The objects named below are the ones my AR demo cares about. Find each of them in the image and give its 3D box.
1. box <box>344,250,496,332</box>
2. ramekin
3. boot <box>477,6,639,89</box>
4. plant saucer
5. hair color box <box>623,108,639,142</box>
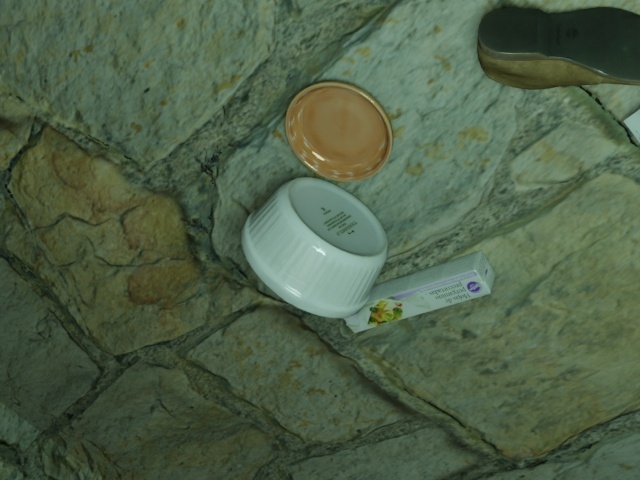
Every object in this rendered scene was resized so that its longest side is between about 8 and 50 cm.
[{"bbox_3d":[0.185,0.105,1.676,0.324,0.067,0.063,-21,117,34],"label":"box"},{"bbox_3d":[0.000,0.000,1.550,0.273,0.273,0.127,33,120,-4],"label":"ramekin"},{"bbox_3d":[0.389,-0.276,1.286,0.305,0.112,0.115,10,160,11],"label":"boot"},{"bbox_3d":[0.035,-0.197,1.519,0.200,0.037,0.200,12,129,15],"label":"plant saucer"},{"bbox_3d":[0.551,-0.194,1.268,0.167,0.053,0.093,-42,77,39],"label":"hair color box"}]
